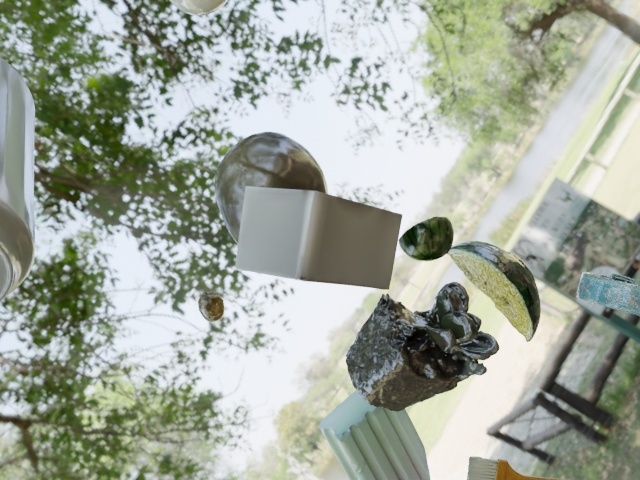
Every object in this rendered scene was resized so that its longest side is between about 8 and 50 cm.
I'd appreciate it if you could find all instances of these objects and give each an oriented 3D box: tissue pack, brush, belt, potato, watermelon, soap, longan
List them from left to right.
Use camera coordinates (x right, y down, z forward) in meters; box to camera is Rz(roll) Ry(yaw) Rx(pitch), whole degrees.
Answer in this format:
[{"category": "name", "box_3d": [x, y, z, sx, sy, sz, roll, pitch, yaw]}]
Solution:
[{"category": "potato", "box_3d": [-0.211, 0.130, 1.234, 0.083, 0.051, 0.040, 94, -168, -52]}, {"category": "longan", "box_3d": [-0.147, -0.132, 1.945, 0.336, 0.404, 0.404, -26, -23, -29]}, {"category": "tissue pack", "box_3d": [0.001, 0.000, 1.057, 0.246, 0.159, 0.136, 10, -91, -50]}, {"category": "soap", "box_3d": [0.166, 0.572, 1.702, 0.208, 0.347, 0.115, -36, 20, -23]}, {"category": "watermelon", "box_3d": [0.199, 0.005, 1.166, 0.105, 0.062, 0.105, -14, -26, -7]}, {"category": "watermelon", "box_3d": [0.434, 0.103, 1.537, 0.129, 0.301, 0.123, -49, -10, 34]}, {"category": "brush", "box_3d": [0.474, 0.539, 1.406, 0.017, 0.314, 0.090, 177, 102, -86]}, {"category": "belt", "box_3d": [0.678, 0.119, 1.460, 0.147, 0.163, 0.082, -3, -72, -71]}]

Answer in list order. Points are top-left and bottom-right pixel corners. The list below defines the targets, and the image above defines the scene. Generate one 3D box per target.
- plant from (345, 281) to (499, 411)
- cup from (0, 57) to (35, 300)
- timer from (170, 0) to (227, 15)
[{"category": "plant", "box_3d": [0.190, 0.204, 1.254, 0.276, 0.188, 0.199, -42, 35, 27]}, {"category": "cup", "box_3d": [-0.533, -0.067, 0.813, 0.322, 0.327, 0.237, -17, -39, -4]}, {"category": "timer", "box_3d": [-0.102, -0.304, 0.552, 0.233, 0.233, 0.240, -47, -37, -48]}]
